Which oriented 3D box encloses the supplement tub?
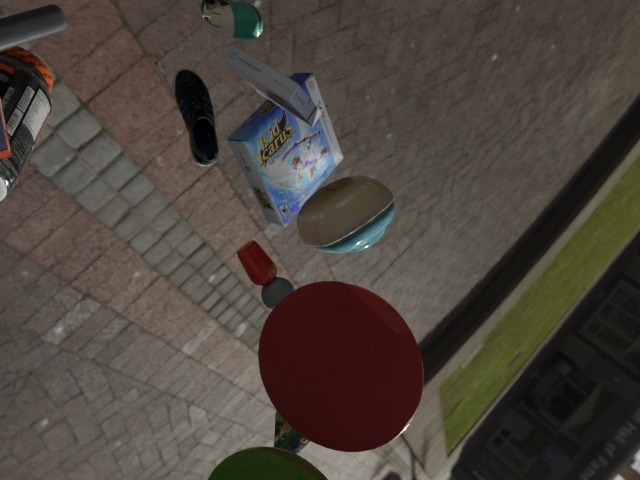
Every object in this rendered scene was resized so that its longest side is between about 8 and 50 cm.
[{"bbox_3d":[-0.737,-0.268,1.247,0.207,0.207,0.338,82,11,-56],"label":"supplement tub"}]

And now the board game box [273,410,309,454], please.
[{"bbox_3d":[-0.001,0.294,1.046,0.030,0.136,0.260,34,109,-19],"label":"board game box"}]

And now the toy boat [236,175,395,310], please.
[{"bbox_3d":[0.000,0.000,1.086,0.318,0.148,0.267,-34,-167,-3],"label":"toy boat"}]

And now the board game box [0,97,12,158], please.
[{"bbox_3d":[-0.728,-0.181,1.028,0.281,0.145,0.027,-17,159,-12],"label":"board game box"}]

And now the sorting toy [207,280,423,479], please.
[{"bbox_3d":[-0.007,0.191,0.471,0.126,0.127,0.366,-20,132,-65],"label":"sorting toy"}]

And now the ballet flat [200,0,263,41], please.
[{"bbox_3d":[-0.207,-0.485,1.223,0.087,0.247,0.083,-11,124,-24],"label":"ballet flat"}]

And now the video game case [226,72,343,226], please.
[{"bbox_3d":[-0.069,-0.210,1.293,0.269,0.061,0.244,-53,136,-31],"label":"video game case"}]

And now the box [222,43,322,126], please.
[{"bbox_3d":[-0.083,-0.281,1.036,0.038,0.145,0.186,-57,168,6],"label":"box"}]

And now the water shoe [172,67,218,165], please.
[{"bbox_3d":[-0.240,-0.253,1.125,0.073,0.203,0.080,-17,-176,-23],"label":"water shoe"}]

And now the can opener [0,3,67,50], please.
[{"bbox_3d":[-0.554,-0.344,0.895,0.283,0.076,0.095,-42,125,-39],"label":"can opener"}]
